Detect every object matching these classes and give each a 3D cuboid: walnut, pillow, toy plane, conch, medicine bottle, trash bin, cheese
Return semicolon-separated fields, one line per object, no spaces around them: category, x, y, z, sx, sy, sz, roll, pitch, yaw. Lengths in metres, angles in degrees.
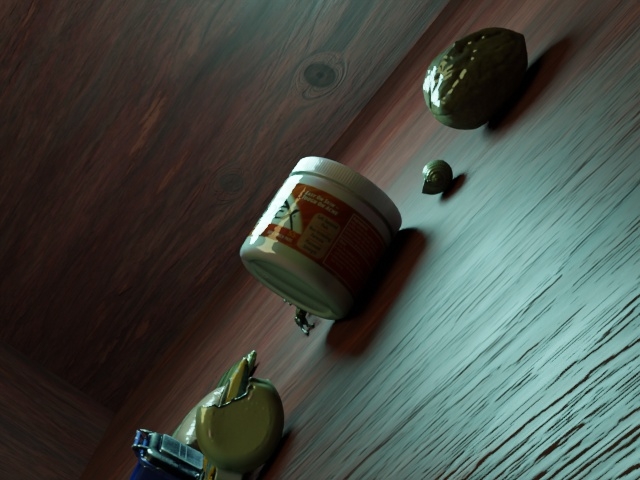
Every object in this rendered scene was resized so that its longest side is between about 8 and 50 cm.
walnut;0.302;-0.319;1.663;0.230;0.178;0.178;-41;12;7
pillow;-0.223;0.357;2.183;0.203;0.038;0.113;-42;19;53
toy plane;-0.177;0.383;1.641;0.316;0.103;0.204;-66;14;-17
pillow;-0.311;0.474;2.052;0.223;0.084;0.236;-54;6;36
conch;0.224;-0.119;1.649;0.085;0.057;0.076;-31;-37;-63
medicine bottle;0.000;0.000;1.722;0.241;0.252;0.252;-57;10;-18
trash bin;-0.361;0.542;1.828;0.234;0.184;0.162;-59;8;2
cheese;-0.136;0.377;1.538;0.071;0.163;0.248;109;151;-66

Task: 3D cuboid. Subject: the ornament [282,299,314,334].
ornament;-0.049;0.156;1.920;0.125;0.028;0.073;31;122;56
